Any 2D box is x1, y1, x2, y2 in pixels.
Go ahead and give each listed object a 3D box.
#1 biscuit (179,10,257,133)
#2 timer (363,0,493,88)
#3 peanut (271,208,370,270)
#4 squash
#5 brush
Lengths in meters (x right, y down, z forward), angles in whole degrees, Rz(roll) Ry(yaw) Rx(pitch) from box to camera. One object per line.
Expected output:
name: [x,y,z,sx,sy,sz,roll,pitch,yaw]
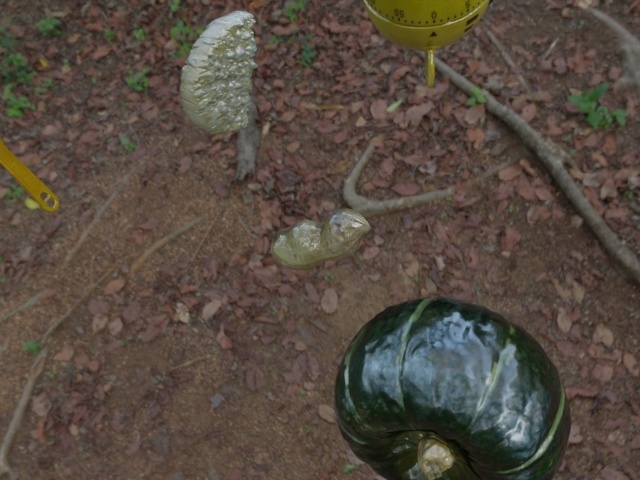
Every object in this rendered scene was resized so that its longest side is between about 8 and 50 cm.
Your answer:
biscuit: [-0.230,-0.356,1.247,0.084,0.281,0.179,36,44,25]
timer: [0.287,-0.651,1.512,0.377,0.387,0.375,-5,60,9]
peanut: [0.000,-0.001,1.087,0.228,0.104,0.085,-15,43,35]
squash: [0.137,0.180,0.621,0.252,0.252,0.165,15,40,23]
brush: [-0.612,-0.157,1.112,0.013,0.272,0.103,-5,43,34]
